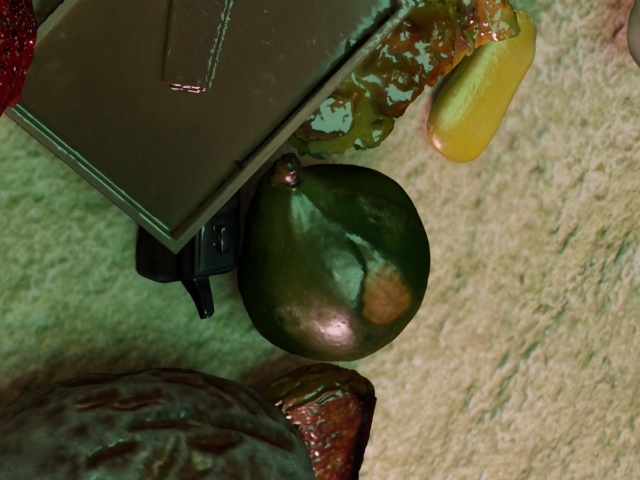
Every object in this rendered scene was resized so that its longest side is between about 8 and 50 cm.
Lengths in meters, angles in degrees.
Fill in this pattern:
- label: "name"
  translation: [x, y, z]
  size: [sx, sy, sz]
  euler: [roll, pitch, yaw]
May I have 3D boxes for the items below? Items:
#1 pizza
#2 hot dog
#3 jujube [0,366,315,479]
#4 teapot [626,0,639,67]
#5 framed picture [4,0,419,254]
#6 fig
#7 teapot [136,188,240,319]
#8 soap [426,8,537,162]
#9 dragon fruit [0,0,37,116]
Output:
- label: "pizza"
  translation: [0.014, -0.214, 1.507]
  size: [0.409, 0.114, 0.277]
  euler: [18, 93, -33]
- label: "hot dog"
  translation: [-0.016, 0.225, 1.678]
  size: [0.160, 0.099, 0.227]
  euler: [-1, 111, -35]
- label: "jujube"
  translation: [-0.171, 0.230, 1.500]
  size: [0.308, 0.215, 0.246]
  euler: [12, 135, -36]
- label: "teapot"
  translation: [0.380, -0.293, 1.695]
  size: [0.183, 0.183, 0.251]
  euler: [-38, 117, -16]
- label: "framed picture"
  translation: [-0.105, -0.167, 1.394]
  size: [0.232, 0.024, 0.315]
  euler: [41, 102, -20]
- label: "fig"
  translation: [0.000, 0.000, 1.538]
  size: [0.195, 0.195, 0.245]
  euler: [-45, 127, -11]
- label: "teapot"
  translation: [-0.112, -0.014, 1.509]
  size: [0.087, 0.096, 0.177]
  euler: [-10, 115, -31]
- label: "soap"
  translation: [0.171, -0.159, 1.684]
  size: [0.089, 0.033, 0.168]
  euler: [35, 88, -42]
- label: "dragon fruit"
  translation: [-0.320, -0.193, 1.263]
  size: [0.189, 0.163, 0.261]
  euler: [1, 108, -5]
